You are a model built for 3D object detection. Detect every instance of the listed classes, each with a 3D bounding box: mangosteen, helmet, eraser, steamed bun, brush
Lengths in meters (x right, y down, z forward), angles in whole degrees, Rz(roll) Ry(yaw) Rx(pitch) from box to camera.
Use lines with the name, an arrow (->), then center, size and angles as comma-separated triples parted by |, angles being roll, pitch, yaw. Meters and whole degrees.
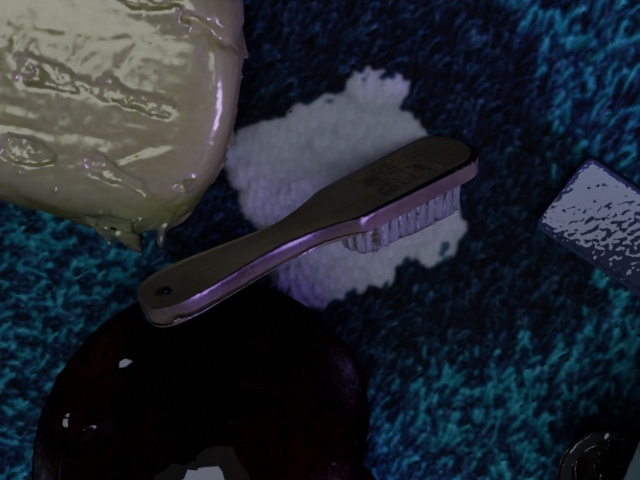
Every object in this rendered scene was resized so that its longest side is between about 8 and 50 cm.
mangosteen -> -0.079, 0.199, 0.824 | 0.307, 0.307, 0.347 | -41, 125, 15
helmet -> 0.288, 0.223, 0.893 | 0.123, 0.070, 0.098 | 23, 102, 6
eraser -> 0.309, 0.011, 0.844 | 0.225, 0.036, 0.082 | 32, 108, -4
steamed bun -> -0.182, -0.143, 0.788 | 0.232, 0.166, 0.273 | 8, 113, -9
brush -> 0.000, 0.000, 0.788 | 0.327, 0.070, 0.065 | -26, 130, -23

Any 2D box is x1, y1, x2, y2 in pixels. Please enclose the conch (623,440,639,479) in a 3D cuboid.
conch -> 0.412, 0.250, 0.788 | 0.303, 0.215, 0.319 | -29, 112, -19
